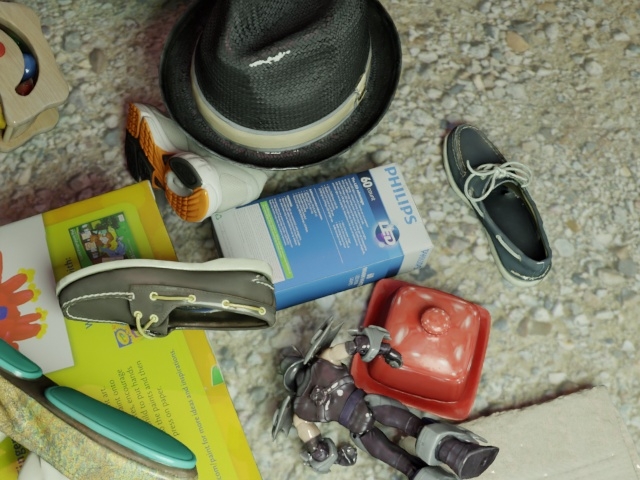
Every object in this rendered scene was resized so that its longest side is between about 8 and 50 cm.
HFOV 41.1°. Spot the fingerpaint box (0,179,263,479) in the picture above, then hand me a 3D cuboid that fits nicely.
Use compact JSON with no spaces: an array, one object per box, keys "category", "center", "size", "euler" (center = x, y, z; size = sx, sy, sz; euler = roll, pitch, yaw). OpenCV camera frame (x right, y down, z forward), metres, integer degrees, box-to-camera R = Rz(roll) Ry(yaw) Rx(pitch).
[{"category":"fingerpaint box","center":[-0.290,0.203,0.945],"size":[0.371,0.163,0.445],"euler":[-20,67,-14]}]

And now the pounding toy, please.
[{"category":"pounding toy","center":[-0.438,-0.268,1.133],"size":[0.154,0.155,0.269],"euler":[-16,73,-36]}]

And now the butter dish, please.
[{"category":"butter dish","center":[0.132,0.117,1.043],"size":[0.159,0.118,0.160],"euler":[17,64,3]}]

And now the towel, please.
[{"category":"towel","center":[0.246,0.289,1.009],"size":[0.282,0.049,0.187],"euler":[-12,64,-9]}]

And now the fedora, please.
[{"category":"fedora","center":[-0.045,-0.255,1.053],"size":[0.334,0.152,0.334],"euler":[2,63,-5]}]

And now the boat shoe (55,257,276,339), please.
[{"category":"boat shoe","center":[-0.159,0.065,0.889],"size":[0.227,0.081,0.069],"euler":[-4,60,-11]}]

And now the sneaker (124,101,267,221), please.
[{"category":"sneaker","center":[-0.169,-0.107,1.131],"size":[0.121,0.099,0.262],"euler":[-10,38,-35]}]

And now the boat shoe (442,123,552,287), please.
[{"category":"boat shoe","center":[0.240,-0.060,1.157],"size":[0.095,0.079,0.255],"euler":[-12,66,-10]}]

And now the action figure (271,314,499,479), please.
[{"category":"action figure","center":[0.056,0.203,0.969],"size":[0.285,0.099,0.185],"euler":[30,109,31]}]

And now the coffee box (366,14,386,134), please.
[{"category":"coffee box","center":[-0.018,-0.300,1.231],"size":[0.168,0.119,0.297],"euler":[-5,65,-7]}]

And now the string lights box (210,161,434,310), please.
[{"category":"string lights box","center":[0.000,0.000,1.112],"size":[0.259,0.077,0.133],"euler":[-15,67,-11]}]

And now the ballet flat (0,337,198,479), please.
[{"category":"ballet flat","center":[-0.282,0.173,0.817],"size":[0.348,0.123,0.123],"euler":[29,66,9]}]
